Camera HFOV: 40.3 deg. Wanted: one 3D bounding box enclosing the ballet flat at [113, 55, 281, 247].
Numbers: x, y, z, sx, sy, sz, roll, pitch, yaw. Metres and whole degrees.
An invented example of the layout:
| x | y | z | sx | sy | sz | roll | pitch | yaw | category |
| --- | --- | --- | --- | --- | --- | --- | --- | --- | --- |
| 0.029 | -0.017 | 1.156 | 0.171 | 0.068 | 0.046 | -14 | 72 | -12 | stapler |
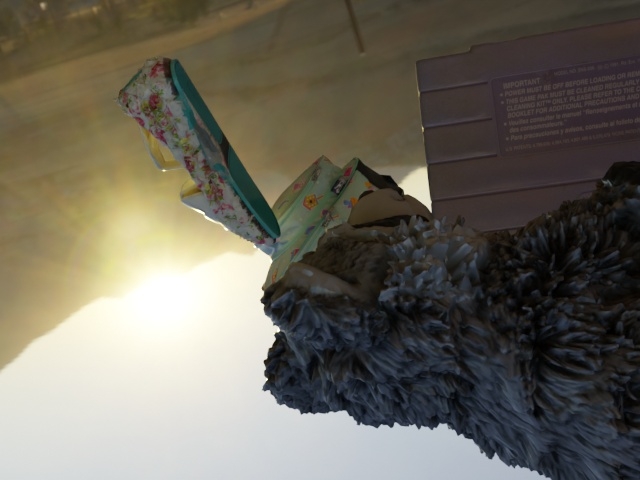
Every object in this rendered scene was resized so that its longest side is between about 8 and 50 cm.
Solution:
| x | y | z | sx | sy | sz | roll | pitch | yaw | category |
| --- | --- | --- | --- | --- | --- | --- | --- | --- | --- |
| -0.127 | -0.082 | 0.909 | 0.077 | 0.241 | 0.091 | -24 | -150 | 12 | ballet flat |

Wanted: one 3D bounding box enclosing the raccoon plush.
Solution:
| x | y | z | sx | sy | sz | roll | pitch | yaw | category |
| --- | --- | --- | --- | --- | --- | --- | --- | --- | --- |
| 0.150 | 0.118 | 0.516 | 0.299 | 0.216 | 0.446 | -15 | -140 | -17 | raccoon plush |

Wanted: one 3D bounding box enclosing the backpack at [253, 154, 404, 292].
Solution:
| x | y | z | sx | sy | sz | roll | pitch | yaw | category |
| --- | --- | --- | --- | --- | --- | --- | --- | --- | --- |
| 0.000 | 0.000 | 1.074 | 0.189 | 0.144 | 0.166 | -66 | -167 | -21 | backpack |

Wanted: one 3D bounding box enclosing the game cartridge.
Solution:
| x | y | z | sx | sy | sz | roll | pitch | yaw | category |
| --- | --- | --- | --- | --- | --- | --- | --- | --- | --- |
| 0.279 | -0.097 | 0.846 | 0.354 | 0.230 | 0.068 | -7 | 167 | 12 | game cartridge |
